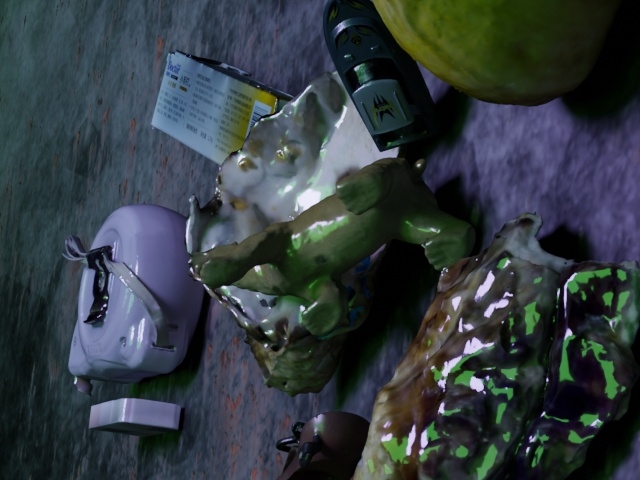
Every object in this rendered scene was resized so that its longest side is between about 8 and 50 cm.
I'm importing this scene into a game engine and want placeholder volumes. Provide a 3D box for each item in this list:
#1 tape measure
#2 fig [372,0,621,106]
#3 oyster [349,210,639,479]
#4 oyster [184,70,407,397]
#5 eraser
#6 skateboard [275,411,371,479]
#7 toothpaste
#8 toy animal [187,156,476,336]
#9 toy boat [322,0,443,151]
[{"bbox_3d":[-0.190,0.052,1.696,0.196,0.105,0.178,-29,53,59],"label":"tape measure"},{"bbox_3d":[0.077,-0.165,1.075,0.159,0.257,0.159,3,94,54],"label":"fig"},{"bbox_3d":[0.090,0.108,1.101,0.275,0.100,0.271,-24,43,65],"label":"oyster"},{"bbox_3d":[-0.003,-0.015,1.361,0.223,0.083,0.214,-42,57,16],"label":"oyster"},{"bbox_3d":[-0.183,0.174,1.671,0.105,0.065,0.026,-20,60,60],"label":"eraser"},{"bbox_3d":[-0.006,0.171,1.321,0.151,0.067,0.080,130,153,-51],"label":"skateboard"},{"bbox_3d":[-0.080,-0.112,1.581,0.313,0.071,0.089,31,110,63],"label":"toothpaste"},{"bbox_3d":[0.000,0.000,1.260,0.219,0.103,0.101,-30,24,17],"label":"toy animal"},{"bbox_3d":[0.041,-0.129,1.261,0.055,0.141,0.060,-16,35,20],"label":"toy boat"}]
